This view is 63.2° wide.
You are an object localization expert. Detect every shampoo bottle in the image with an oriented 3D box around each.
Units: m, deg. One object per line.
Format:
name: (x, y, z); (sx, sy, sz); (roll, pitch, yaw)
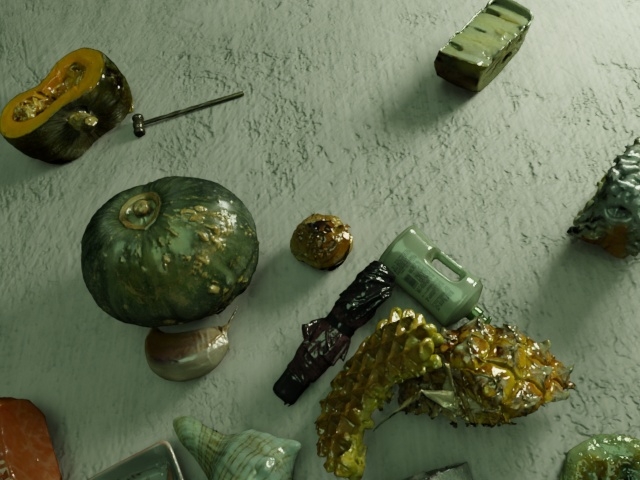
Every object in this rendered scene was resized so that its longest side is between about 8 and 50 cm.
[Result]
shampoo bottle: (0.230, 0.085, 1.006); (0.118, 0.087, 0.234); (-46, 68, -4)

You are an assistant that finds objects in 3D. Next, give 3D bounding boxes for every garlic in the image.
garlic: (-0.254, 0.210, 1.039); (0.198, 0.090, 0.129); (-18, 53, 7)

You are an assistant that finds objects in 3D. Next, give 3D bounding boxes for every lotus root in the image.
lotus root: (0.365, -0.433, 1.176); (0.119, 0.138, 0.235); (39, 78, 16)

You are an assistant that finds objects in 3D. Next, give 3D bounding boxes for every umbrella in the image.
umbrella: (0.027, 0.177, 0.990); (0.090, 0.094, 0.326); (40, 93, 35)

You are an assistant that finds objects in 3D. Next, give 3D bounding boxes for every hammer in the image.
hammer: (-0.332, -0.327, 1.307); (0.292, 0.029, 0.058); (-16, 68, 0)

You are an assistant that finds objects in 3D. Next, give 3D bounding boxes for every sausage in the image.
sausage: (-0.581, 0.419, 0.965); (0.141, 0.153, 0.268); (-42, 65, 16)

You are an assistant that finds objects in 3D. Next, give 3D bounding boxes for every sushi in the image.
sushi: (0.579, -0.075, 0.962); (0.139, 0.184, 0.274); (33, 77, 21)

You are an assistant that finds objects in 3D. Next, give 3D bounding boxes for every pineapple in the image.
pineapple: (0.258, 0.222, 0.883); (0.334, 0.158, 0.161); (-7, 96, 18)

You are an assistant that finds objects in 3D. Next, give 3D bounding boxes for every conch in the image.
conch: (-0.117, 0.416, 0.889); (0.203, 0.170, 0.386); (-32, 66, -32)

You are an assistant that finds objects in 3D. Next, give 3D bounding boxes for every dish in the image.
dish: (-0.347, 0.486, 0.947); (0.234, 0.064, 0.154); (-26, 66, -3)

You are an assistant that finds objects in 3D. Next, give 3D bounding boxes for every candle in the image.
candle: (0.156, 0.423, 0.853); (0.168, 0.192, 0.068); (-40, 59, 41)

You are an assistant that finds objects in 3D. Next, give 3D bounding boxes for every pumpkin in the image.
pumpkin: (-0.285, 0.025, 1.025); (0.327, 0.257, 0.292); (-2, 55, 16)
pumpkin: (-0.617, -0.319, 1.288); (0.317, 0.139, 0.222); (-41, 65, -10)

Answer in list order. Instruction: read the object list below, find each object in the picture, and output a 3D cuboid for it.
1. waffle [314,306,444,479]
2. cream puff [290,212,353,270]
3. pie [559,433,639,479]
waffle: (0.093, 0.249, 0.890); (0.069, 0.260, 0.293); (38, 91, -10)
cream puff: (0.000, 0.000, 1.075); (0.133, 0.104, 0.119); (2, 75, 11)
pie: (0.490, 0.412, 0.852); (0.186, 0.041, 0.187); (-4, 66, 8)
